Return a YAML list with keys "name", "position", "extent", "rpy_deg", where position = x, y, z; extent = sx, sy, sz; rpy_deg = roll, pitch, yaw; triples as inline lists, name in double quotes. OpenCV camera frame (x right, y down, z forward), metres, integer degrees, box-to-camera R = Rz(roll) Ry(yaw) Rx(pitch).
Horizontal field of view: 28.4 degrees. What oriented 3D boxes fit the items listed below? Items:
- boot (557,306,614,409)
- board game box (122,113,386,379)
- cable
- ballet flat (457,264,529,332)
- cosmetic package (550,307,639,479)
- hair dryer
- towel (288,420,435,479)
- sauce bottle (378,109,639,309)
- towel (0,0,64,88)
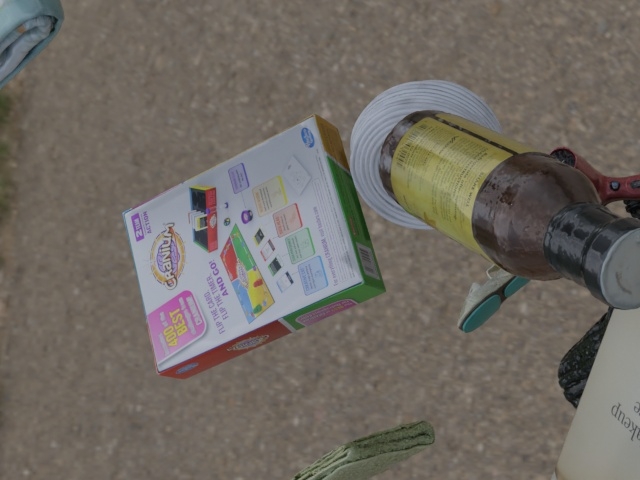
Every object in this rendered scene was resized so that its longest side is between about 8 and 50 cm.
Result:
- name: "boot"
  position: [0.473, 0.111, 1.495]
  extent: [0.260, 0.348, 0.131]
  rpy_deg: [99, 172, -55]
- name: "board game box"
  position: [-0.094, 0.012, 1.643]
  extent: [0.316, 0.064, 0.242]
  rpy_deg: [-24, 67, 22]
- name: "cable"
  position: [0.172, -0.136, 2.058]
  extent: [0.257, 0.257, 0.089]
  rpy_deg: [3, 38, 16]
- name: "ballet flat"
  position: [0.254, 0.072, 1.873]
  extent: [0.168, 0.057, 0.052]
  rpy_deg: [-38, 54, -16]
- name: "cosmetic package"
  position: [0.319, 0.147, 1.097]
  extent: [0.160, 0.113, 0.309]
  rpy_deg: [48, 126, 58]
- name: "hair dryer"
  position: [0.378, -0.074, 1.574]
  extent: [0.223, 0.293, 0.080]
  rpy_deg: [-35, 57, 48]
- name: "towel"
  position: [0.030, 0.200, 1.122]
  extent: [0.110, 0.148, 0.027]
  rpy_deg: [-37, 72, 31]
- name: "sauce bottle"
  position: [0.171, -0.029, 1.119]
  extent: [0.111, 0.111, 0.344]
  rpy_deg: [-65, 29, 8]
- name: "towel"
  position: [-0.471, -0.321, 1.545]
  extent: [0.374, 0.090, 0.320]
  rpy_deg: [-30, 78, 40]
